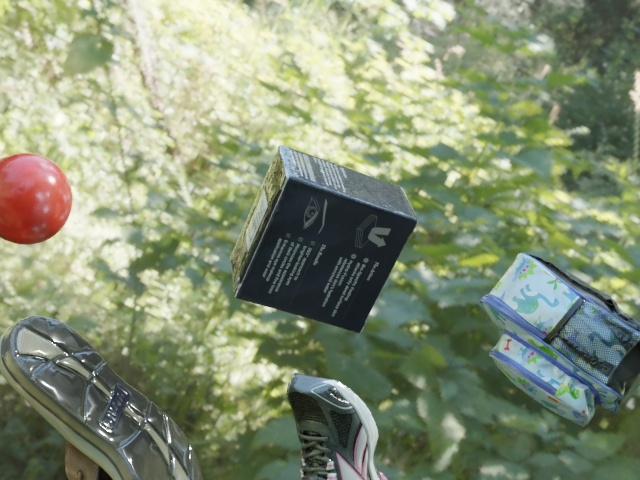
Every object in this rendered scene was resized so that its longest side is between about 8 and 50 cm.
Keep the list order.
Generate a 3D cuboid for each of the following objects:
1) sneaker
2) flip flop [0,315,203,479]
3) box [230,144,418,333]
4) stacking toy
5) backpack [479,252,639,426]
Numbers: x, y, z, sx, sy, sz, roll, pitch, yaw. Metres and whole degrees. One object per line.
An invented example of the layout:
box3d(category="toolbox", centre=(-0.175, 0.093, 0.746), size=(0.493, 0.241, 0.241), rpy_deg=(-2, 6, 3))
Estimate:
box3d(category="sneaker", centre=(0.011, 0.200, 0.834), size=(0.072, 0.077, 0.178), rpy_deg=(-4, -61, 39))
box3d(category="flip flop", centre=(-0.206, 0.190, 0.889), size=(0.277, 0.080, 0.112), rpy_deg=(49, 24, -16))
box3d(category="box", centre=(0.000, 0.000, 1.063), size=(0.158, 0.156, 0.093), rpy_deg=(18, 24, -17))
box3d(category="stacking toy", centre=(-0.400, -0.053, 0.885), size=(0.330, 0.141, 0.141), rpy_deg=(7, 13, -15))
box3d(category="backpack", centre=(0.161, 0.067, 0.645), size=(0.114, 0.084, 0.105), rpy_deg=(40, -2, 22))
